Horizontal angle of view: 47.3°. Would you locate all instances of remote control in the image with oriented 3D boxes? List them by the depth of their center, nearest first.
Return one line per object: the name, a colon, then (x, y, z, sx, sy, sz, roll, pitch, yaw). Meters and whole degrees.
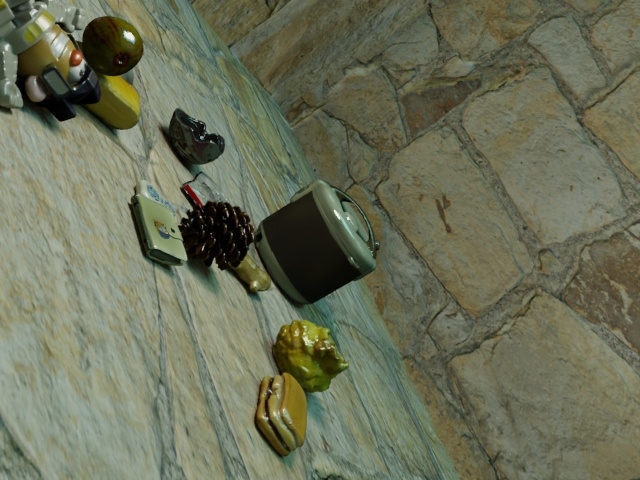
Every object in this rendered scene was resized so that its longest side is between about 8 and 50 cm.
remote control: (-0.370, -0.083, 1.651, 0.122, 0.032, 0.074, 49, 13, -42)

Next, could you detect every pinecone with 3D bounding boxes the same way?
pinecone: (-0.253, -0.016, 1.687, 0.165, 0.163, 0.163, 13, 42, -45)

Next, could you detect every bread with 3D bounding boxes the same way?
bread: (-0.080, 0.368, 1.578, 0.116, 0.077, 0.200, 63, 9, -17)
bread: (-0.502, -0.344, 1.635, 0.245, 0.102, 0.094, 42, 25, -50)

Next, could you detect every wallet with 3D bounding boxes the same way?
wallet: (-0.344, -0.018, 1.549, 0.110, 0.039, 0.155, 27, 31, -49)

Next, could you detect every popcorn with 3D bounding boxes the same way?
popcorn: (-0.026, 0.283, 1.839, 0.197, 0.155, 0.197, 46, 4, -4)

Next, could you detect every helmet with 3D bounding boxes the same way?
helmet: (-0.362, -0.280, 2.065, 0.177, 0.107, 0.153, 37, 17, -6)

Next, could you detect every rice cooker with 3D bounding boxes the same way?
rice cooker: (0.000, 0.000, 2.277, 0.335, 0.325, 0.335, 54, 12, -17)

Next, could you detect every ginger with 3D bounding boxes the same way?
ginger: (-0.224, 0.029, 1.898, 0.299, 0.065, 0.118, 51, 26, -25)

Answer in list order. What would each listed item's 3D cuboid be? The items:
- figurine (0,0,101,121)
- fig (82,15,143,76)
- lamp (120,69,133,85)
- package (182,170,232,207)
figurine: (-0.537, -0.366, 1.376, 0.143, 0.308, 0.308, 12, -19, 34)
fig: (-0.458, -0.445, 1.576, 0.124, 0.124, 0.236, 47, 9, -45)
lamp: (-0.502, -0.396, 1.756, 0.105, 0.105, 0.105, 55, 11, -16)
package: (-0.308, -0.113, 2.016, 0.154, 0.030, 0.239, 57, 11, -10)
